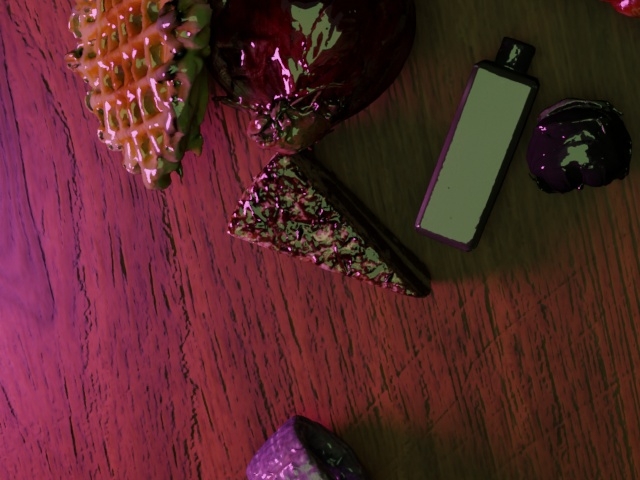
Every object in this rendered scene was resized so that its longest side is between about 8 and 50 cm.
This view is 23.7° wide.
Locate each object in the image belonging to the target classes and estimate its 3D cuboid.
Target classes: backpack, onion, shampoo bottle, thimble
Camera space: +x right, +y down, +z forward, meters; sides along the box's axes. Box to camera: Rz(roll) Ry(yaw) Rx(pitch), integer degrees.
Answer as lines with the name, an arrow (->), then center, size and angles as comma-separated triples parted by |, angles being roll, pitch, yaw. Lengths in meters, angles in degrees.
backpack -> 0.288, -0.108, 1.706 | 0.120, 0.165, 0.106 | -6, 87, 8
onion -> -0.032, -0.252, 1.721 | 0.281, 0.221, 0.281 | 0, 82, 3
shampoo bottle -> 0.187, -0.114, 1.766 | 0.079, 0.080, 0.246 | 21, 102, 6
thimble -> -0.013, 0.294, 1.835 | 0.098, 0.150, 0.150 | -43, 89, 15

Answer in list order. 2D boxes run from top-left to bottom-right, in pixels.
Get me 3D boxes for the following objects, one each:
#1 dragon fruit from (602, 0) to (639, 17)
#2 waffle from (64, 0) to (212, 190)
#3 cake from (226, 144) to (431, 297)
dragon fruit -> 0.326, -0.378, 1.647 | 0.295, 0.130, 0.268 | 12, 89, 27
waffle -> -0.205, -0.230, 1.739 | 0.297, 0.073, 0.317 | 55, 143, 38
cake -> 0.004, 0.011, 1.808 | 0.135, 0.112, 0.246 | -43, 92, 17
